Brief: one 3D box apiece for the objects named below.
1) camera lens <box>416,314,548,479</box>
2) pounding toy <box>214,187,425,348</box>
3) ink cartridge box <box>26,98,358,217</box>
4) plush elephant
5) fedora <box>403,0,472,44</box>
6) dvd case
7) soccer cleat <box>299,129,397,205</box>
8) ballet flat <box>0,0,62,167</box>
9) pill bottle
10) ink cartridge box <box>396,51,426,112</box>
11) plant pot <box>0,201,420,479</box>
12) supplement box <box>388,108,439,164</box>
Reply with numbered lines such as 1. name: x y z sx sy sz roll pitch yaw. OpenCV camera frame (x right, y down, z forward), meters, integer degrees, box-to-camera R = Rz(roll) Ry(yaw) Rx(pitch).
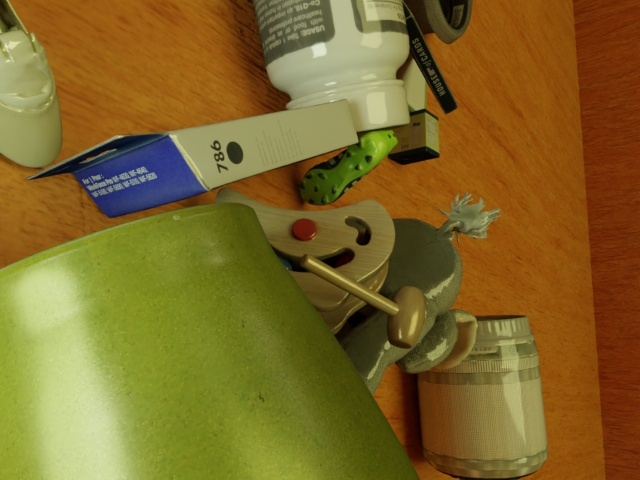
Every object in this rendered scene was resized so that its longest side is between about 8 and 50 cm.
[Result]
1. camera lens: 0.289 0.280 0.990 0.219 0.219 0.274 4 81 -52
2. pounding toy: 0.000 0.000 0.593 0.155 0.270 0.154 92 22 -56
3. ink cartridge box: -0.113 -0.088 0.585 0.333 0.165 0.065 -26 103 -50
4. plush elephant: 0.096 0.086 0.787 0.330 0.272 0.255 -26 148 -19
5. fedora: 0.223 -0.549 1.130 0.244 0.124 0.275 -36 120 -47
6. dvd case: 0.158 -0.341 0.918 0.179 0.030 0.238 49 20 -36
7. soccer cleat: 0.038 -0.100 0.768 0.072 0.179 0.060 -27 88 -43
8. ballet flat: -0.284 -0.179 0.449 0.086 0.086 0.248 -46 120 -46
9. pill bottle: 0.010 -0.324 0.748 0.204 0.204 0.361 -20 103 -52
10. ink cartridge box: 0.128 -0.351 1.031 0.235 0.056 0.171 24 65 -46
11. plant pot: -0.108 0.170 0.437 0.366 0.366 0.352 -19 86 -52
12. supplement box: 0.181 -0.199 1.047 0.056 0.083 0.083 13 74 -51
